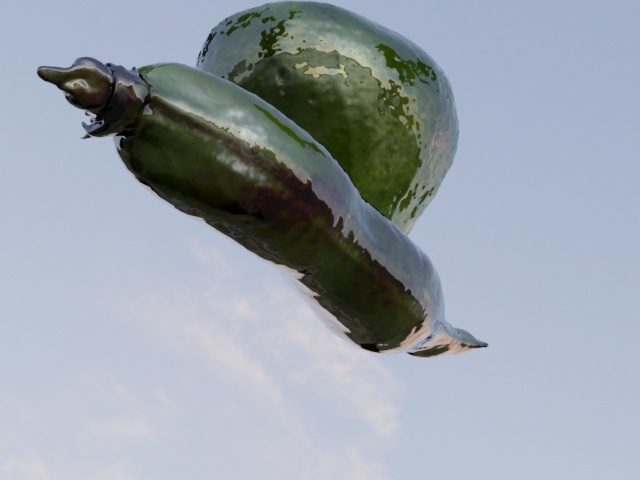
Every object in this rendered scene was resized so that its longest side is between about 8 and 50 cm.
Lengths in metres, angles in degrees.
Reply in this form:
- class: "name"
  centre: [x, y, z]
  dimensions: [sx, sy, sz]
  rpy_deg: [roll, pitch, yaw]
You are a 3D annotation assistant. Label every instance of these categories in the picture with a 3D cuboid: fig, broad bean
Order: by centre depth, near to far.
- class: "broad bean"
  centre: [0.000, 0.000, 0.538]
  dimensions: [0.077, 0.061, 0.339]
  rpy_deg: [9, -22, 38]
- class: "fig"
  centre: [0.001, -0.044, 0.852]
  dimensions: [0.203, 0.235, 0.203]
  rpy_deg: [2, -18, 1]
